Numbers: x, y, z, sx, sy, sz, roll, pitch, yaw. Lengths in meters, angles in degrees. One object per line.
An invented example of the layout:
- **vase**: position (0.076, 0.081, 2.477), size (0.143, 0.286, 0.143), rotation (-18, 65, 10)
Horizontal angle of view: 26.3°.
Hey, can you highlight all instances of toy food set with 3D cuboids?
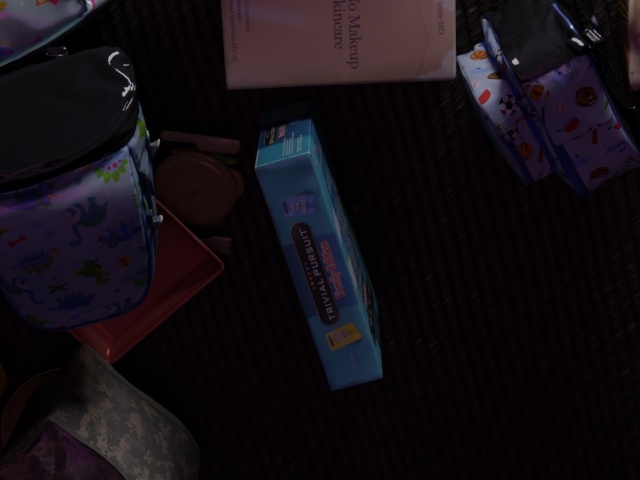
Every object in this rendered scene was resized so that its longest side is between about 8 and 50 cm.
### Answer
- **toy food set**: position (-0.177, -0.078, 1.993), size (0.132, 0.038, 0.192), rotation (9, 122, 2)

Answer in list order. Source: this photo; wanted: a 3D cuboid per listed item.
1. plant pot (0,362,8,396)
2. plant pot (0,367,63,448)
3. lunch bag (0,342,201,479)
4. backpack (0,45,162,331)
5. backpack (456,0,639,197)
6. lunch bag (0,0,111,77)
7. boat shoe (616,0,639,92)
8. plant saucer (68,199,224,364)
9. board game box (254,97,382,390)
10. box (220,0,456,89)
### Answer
- **plant pot**: position (-0.526, 0.207, 2.060), size (0.095, 0.134, 0.134), rotation (-24, 112, -19)
- **plant pot**: position (-0.377, 0.297, 2.138), size (0.236, 0.032, 0.236), rotation (0, 111, -1)
- **lunch bag**: position (-0.305, 0.330, 2.005), size (0.287, 0.235, 0.169), rotation (41, 109, -14)
- **backpack**: position (-0.340, -0.047, 1.787), size (0.290, 0.355, 0.273), rotation (-18, 69, -10)
- **backpack**: position (0.317, -0.186, 1.839), size (0.213, 0.276, 0.263), rotation (-34, 115, 17)
- **lunch bag**: position (-0.409, -0.300, 1.799), size (0.262, 0.223, 0.160), rotation (-31, 103, 13)
- **boat shoe**: position (0.446, -0.290, 1.898), size (0.059, 0.063, 0.170), rotation (-9, 121, 1)
- **plant saucer**: position (-0.314, 0.020, 2.009), size (0.259, 0.048, 0.258), rotation (-40, 107, 20)
- **board game box**: position (0.000, 0.000, 1.903), size (0.079, 0.254, 0.336), rotation (-16, 111, 7)
- **box**: position (0.025, -0.291, 1.859), size (0.311, 0.121, 0.148), rotation (-3, 110, 1)
